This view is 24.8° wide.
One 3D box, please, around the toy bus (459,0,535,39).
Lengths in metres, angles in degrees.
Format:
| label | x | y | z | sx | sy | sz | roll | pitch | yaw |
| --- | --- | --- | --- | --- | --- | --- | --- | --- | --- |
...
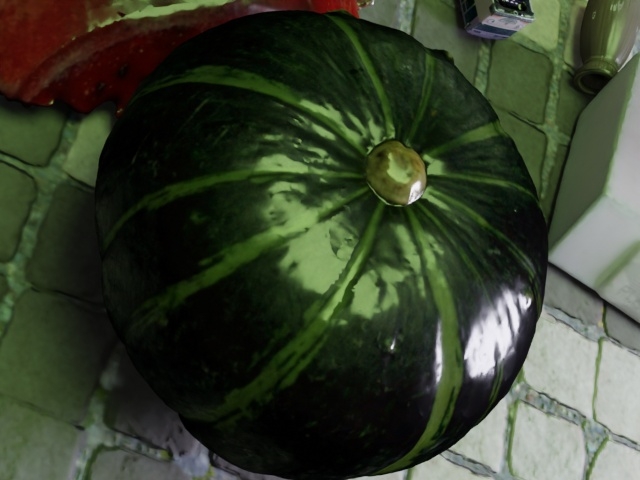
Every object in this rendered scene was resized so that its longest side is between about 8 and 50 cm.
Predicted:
| label | x | y | z | sx | sy | sz | roll | pitch | yaw |
| --- | --- | --- | --- | --- | --- | --- | --- | --- | --- |
| toy bus | 0.150 | -0.229 | 1.291 | 0.052 | 0.058 | 0.102 | 7 | 62 | -30 |

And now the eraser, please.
| label | x | y | z | sx | sy | sz | roll | pitch | yaw |
| --- | --- | --- | --- | --- | --- | --- | --- | --- | --- |
| eraser | 0.394 | 0.022 | 1.327 | 0.397 | 0.082 | 0.213 | 32 | 56 | -18 |

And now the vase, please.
| label | x | y | z | sx | sy | sz | roll | pitch | yaw |
| --- | --- | --- | --- | --- | --- | --- | --- | --- | --- |
| vase | 0.266 | -0.185 | 1.352 | 0.053 | 0.053 | 0.101 | 29 | 61 | -20 |

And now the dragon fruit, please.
| label | x | y | z | sx | sy | sz | roll | pitch | yaw |
| --- | --- | --- | --- | --- | --- | --- | --- | --- | --- |
| dragon fruit | -0.089 | -0.210 | 1.110 | 0.343 | 0.100 | 0.282 | 5 | 64 | -32 |

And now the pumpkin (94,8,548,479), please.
| label | x | y | z | sx | sy | sz | roll | pitch | yaw |
| --- | --- | --- | --- | --- | --- | --- | --- | --- | --- |
| pumpkin | 0.000 | 0.000 | 0.982 | 0.323 | 0.241 | 0.323 | 14 | 64 | -31 |
